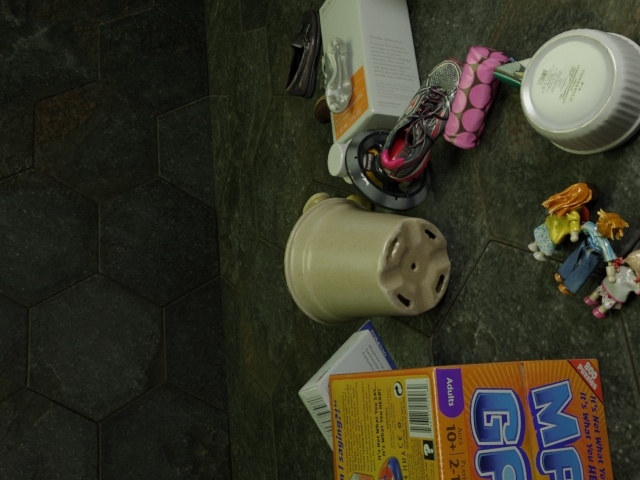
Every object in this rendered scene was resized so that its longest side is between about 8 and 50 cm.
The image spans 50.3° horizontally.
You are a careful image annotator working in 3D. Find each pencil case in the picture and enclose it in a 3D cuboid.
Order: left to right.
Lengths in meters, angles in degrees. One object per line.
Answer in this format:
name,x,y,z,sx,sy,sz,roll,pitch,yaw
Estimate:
pencil case,0.335,-0.306,1.463,0.095,0.098,0.209,25,119,15

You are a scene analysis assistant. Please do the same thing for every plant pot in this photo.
plant pot,0.135,0.057,1.653,0.305,0.333,0.334,1,88,54

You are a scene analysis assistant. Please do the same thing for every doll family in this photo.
doll family,0.444,0.000,1.156,0.263,0.118,0.163,-111,34,-42

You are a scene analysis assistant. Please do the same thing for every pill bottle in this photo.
pill bottle,0.132,-0.199,1.744,0.117,0.214,0.117,-178,90,-65

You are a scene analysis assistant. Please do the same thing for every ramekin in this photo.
ramekin,0.436,-0.252,1.139,0.207,0.109,0.207,-3,86,46

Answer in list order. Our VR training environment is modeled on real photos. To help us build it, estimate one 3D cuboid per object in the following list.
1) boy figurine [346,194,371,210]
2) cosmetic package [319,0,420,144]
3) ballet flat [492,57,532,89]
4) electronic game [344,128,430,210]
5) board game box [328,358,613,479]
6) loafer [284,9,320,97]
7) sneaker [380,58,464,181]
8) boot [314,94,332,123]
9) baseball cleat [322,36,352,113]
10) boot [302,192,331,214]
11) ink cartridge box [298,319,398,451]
boy figurine,0.082,0.005,1.987,0.177,0.092,0.285,-149,65,-63
cosmetic package,0.130,-0.485,1.840,0.230,0.161,0.453,141,127,-59
ballet flat,0.423,-0.306,1.303,0.079,0.076,0.221,-58,39,17
electronic game,0.165,-0.173,1.651,0.048,0.229,0.229,129,137,-55
board game box,0.259,0.406,1.227,0.356,0.356,0.357,-24,67,60
loafer,-0.064,-0.649,2.356,0.109,0.095,0.303,-163,76,-65
sneaker,0.240,-0.272,1.541,0.120,0.112,0.299,29,94,23
boot,0.054,-0.349,2.077,0.248,0.090,0.207,-28,60,58
baseball cleat,0.041,-0.418,1.773,0.109,0.072,0.206,142,132,-76
boot,0.000,0.000,2.160,0.203,0.095,0.262,-111,32,-42
ink cartridge box,0.133,0.371,1.476,0.071,0.330,0.324,-27,96,39
